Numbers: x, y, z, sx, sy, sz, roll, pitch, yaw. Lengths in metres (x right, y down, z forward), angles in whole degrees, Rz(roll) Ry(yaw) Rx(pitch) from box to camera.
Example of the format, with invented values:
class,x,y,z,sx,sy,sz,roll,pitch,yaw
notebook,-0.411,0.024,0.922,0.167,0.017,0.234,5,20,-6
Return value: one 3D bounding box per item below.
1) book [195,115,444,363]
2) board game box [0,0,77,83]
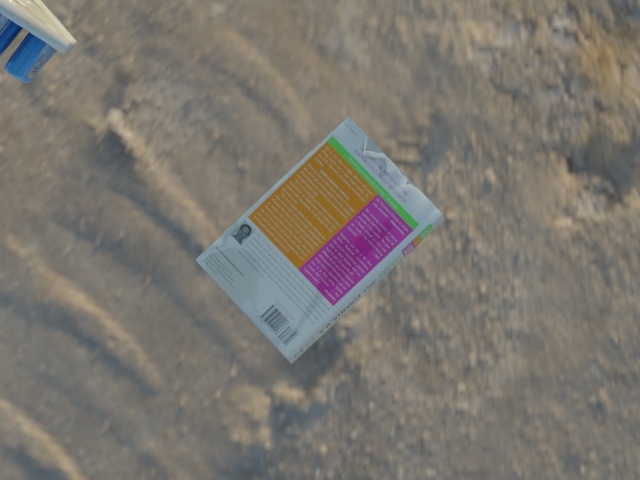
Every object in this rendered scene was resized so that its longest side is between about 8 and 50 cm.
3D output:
class,x,y,z,sx,sy,sz,roll,pitch,yaw
book,0.000,0.000,1.356,0.144,0.035,0.096,-42,74,-4
board game box,-0.397,-0.294,1.439,0.050,0.390,0.390,-50,135,8
